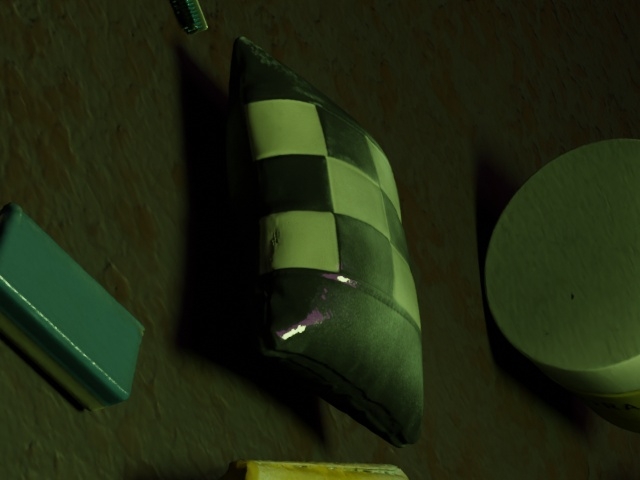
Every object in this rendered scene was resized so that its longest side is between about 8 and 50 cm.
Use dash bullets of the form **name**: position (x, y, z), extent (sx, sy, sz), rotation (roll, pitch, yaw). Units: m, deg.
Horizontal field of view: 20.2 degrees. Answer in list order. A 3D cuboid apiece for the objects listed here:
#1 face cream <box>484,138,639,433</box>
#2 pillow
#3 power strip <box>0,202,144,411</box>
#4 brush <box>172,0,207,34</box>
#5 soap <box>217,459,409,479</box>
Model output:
- **face cream**: position (0.281, 0.045, 1.592), extent (0.179, 0.218, 0.218), rotation (38, 41, -49)
- **pillow**: position (0.000, 0.000, 1.208), extent (0.186, 0.106, 0.249), rotation (40, 35, -48)
- **power strip**: position (-0.147, 0.037, 0.980), extent (0.123, 0.032, 0.056), rotation (49, 33, -37)
- **brush**: position (-0.100, -0.182, 1.240), extent (0.013, 0.016, 0.083), rotation (-20, 91, -53)
- **soap**: position (-0.017, 0.213, 1.058), extent (0.257, 0.080, 0.160), rotation (15, 58, -59)
